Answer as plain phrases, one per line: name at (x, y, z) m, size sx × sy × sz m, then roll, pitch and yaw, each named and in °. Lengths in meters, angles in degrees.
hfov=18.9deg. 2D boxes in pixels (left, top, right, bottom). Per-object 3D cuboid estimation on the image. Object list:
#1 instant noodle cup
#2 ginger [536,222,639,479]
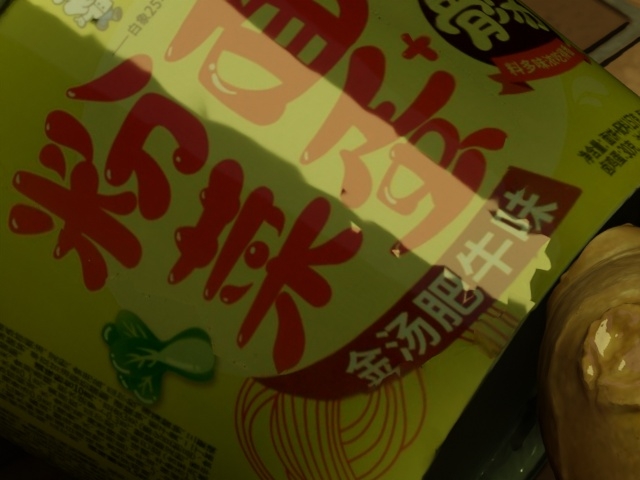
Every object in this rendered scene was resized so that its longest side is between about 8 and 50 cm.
instant noodle cup at (0.000, 0.000, 0.768) m, size 0.221 × 0.311 × 0.311 m, roll 34°, pitch 54°, yaw 16°
ginger at (0.182, 0.076, 0.701) m, size 0.122 × 0.363 × 0.348 m, roll -40°, pitch 28°, yaw 23°
